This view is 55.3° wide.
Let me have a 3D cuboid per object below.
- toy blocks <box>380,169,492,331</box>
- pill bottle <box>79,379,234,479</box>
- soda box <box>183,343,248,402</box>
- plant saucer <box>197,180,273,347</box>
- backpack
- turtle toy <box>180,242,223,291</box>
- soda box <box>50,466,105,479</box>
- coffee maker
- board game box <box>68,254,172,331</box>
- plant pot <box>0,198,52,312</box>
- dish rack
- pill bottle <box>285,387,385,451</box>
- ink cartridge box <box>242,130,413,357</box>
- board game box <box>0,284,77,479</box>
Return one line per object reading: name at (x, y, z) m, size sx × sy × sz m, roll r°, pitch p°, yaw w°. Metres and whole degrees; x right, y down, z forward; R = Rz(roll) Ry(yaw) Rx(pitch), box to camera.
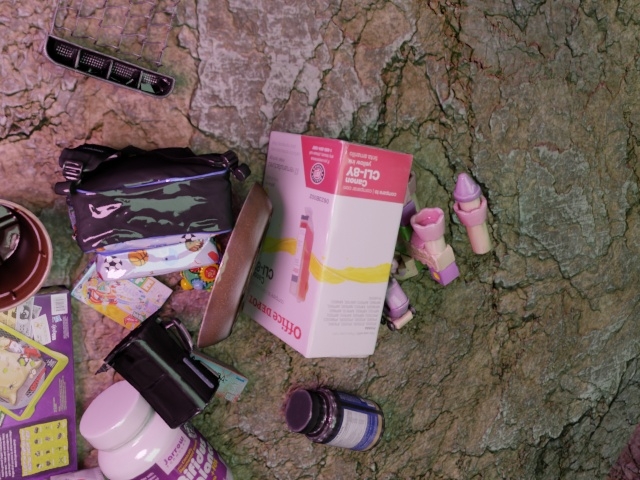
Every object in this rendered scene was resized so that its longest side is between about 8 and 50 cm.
toy blocks at (0.145, -0.046, 1.254) m, size 0.309 × 0.288 × 0.260 m, roll -37°, pitch 126°, yaw -17°
pill bottle at (-0.305, 0.405, 1.147) m, size 0.169 × 0.169 × 0.302 m, roll -41°, pitch 121°, yaw -18°
soda box at (-0.235, 0.259, 1.218) m, size 0.183 × 0.063 × 0.058 m, roll 36°, pitch 81°, yaw -34°
plant saucer at (-0.143, 0.048, 1.087) m, size 0.050 × 0.310 × 0.311 m, roll 18°, pitch 93°, yaw -4°
backpack at (-0.278, -0.060, 0.989) m, size 0.276 × 0.263 × 0.213 m, roll -5°, pitch 112°, yaw -23°
turtle toy at (-0.224, 0.041, 1.167) m, size 0.095 × 0.066 × 0.130 m, roll -21°, pitch 113°, yaw -27°
soda box at (-0.447, 0.565, 1.114) m, size 0.091 × 0.098 × 0.287 m, roll 0°, pitch 111°, yaw -34°
coffee maker at (-0.280, 0.237, 1.063) m, size 0.178 × 0.120 × 0.171 m, roll 49°, pitch 45°, yaw -9°
board game box at (-0.362, 0.091, 1.114) m, size 0.154 × 0.026 × 0.103 m, roll 41°, pitch 79°, yaw -33°
plant pot at (-0.505, 0.008, 0.916) m, size 0.166 × 0.165 × 0.167 m, roll -8°, pitch 106°, yaw -31°
dish rack at (-0.319, -0.388, 0.991) m, size 0.208 × 0.074 × 0.272 m, roll 13°, pitch 95°, yaw -35°
pill bottle at (0.033, 0.405, 1.394) m, size 0.219 × 0.122 × 0.123 m, roll 24°, pitch 89°, yaw -34°
ink cartridge box at (0.000, 0.000, 1.172) m, size 0.160 × 0.279 × 0.385 m, roll 4°, pitch 100°, yaw -33°
board game box at (-0.530, 0.256, 1.038) m, size 0.208 × 0.056 × 0.347 m, roll -6°, pitch 105°, yaw -36°
